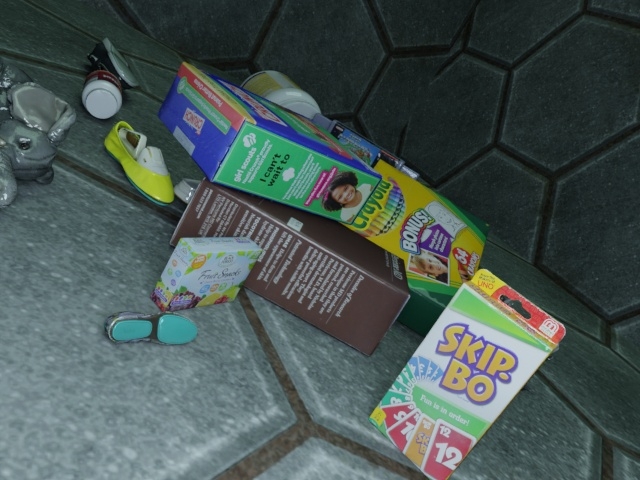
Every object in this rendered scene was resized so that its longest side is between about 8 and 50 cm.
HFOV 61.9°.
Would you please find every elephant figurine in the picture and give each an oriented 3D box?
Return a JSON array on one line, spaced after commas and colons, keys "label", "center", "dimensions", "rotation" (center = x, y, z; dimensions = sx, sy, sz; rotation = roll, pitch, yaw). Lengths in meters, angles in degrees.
[{"label": "elephant figurine", "center": [-0.443, -0.149, 0.779], "dimensions": [0.239, 0.186, 0.169], "rotation": [44, -24, 6]}]

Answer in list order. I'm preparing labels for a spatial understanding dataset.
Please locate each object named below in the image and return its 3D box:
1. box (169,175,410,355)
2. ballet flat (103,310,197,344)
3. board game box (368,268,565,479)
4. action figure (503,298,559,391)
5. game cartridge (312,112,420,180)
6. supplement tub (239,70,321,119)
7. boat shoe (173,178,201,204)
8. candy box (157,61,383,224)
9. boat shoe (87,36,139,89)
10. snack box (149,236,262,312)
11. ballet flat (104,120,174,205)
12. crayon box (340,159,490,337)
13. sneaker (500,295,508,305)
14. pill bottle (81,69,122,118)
[{"label": "box", "center": [-0.042, 0.022, 0.932], "dimensions": [0.381, 0.143, 0.191], "rotation": [31, 17, -5]}, {"label": "ballet flat", "center": [-0.201, 0.100, 0.629], "dimensions": [0.114, 0.041, 0.041], "rotation": [13, 25, -47]}, {"label": "board game box", "center": [0.173, 0.171, 0.664], "dimensions": [0.124, 0.259, 0.039], "rotation": [39, 20, 25]}, {"label": "action figure", "center": [0.406, 0.209, 1.147], "dimensions": [0.164, 0.141, 0.276], "rotation": [42, 16, -3]}, {"label": "game cartridge", "center": [0.085, -0.194, 1.571], "dimensions": [0.355, 0.230, 0.068], "rotation": [32, 18, 7]}, {"label": "supplement tub", "center": [-0.137, -0.412, 1.786], "dimensions": [0.241, 0.241, 0.331], "rotation": [19, 21, -33]}, {"label": "boat shoe", "center": [-0.170, -0.096, 1.108], "dimensions": [0.277, 0.096, 0.098], "rotation": [12, 26, -46]}, {"label": "candy box", "center": [-0.090, -0.170, 0.953], "dimensions": [0.317, 0.122, 0.268], "rotation": [13, 25, -43]}, {"label": "boat shoe", "center": [-0.586, -0.475, 1.491], "dimensions": [0.114, 0.091, 0.302], "rotation": [52, -1, -39]}, {"label": "snack box", "center": [-0.155, 0.044, 0.744], "dimensions": [0.037, 0.100, 0.141], "rotation": [39, 20, 24]}, {"label": "ballet flat", "center": [-0.345, -0.158, 1.026], "dimensions": [0.231, 0.077, 0.077], "rotation": [42, 20, 32]}, {"label": "crayon box", "center": [0.193, 0.007, 1.191], "dimensions": [0.313, 0.106, 0.363], "rotation": [32, 41, 3]}, {"label": "sneaker", "center": [0.347, 0.096, 1.379], "dimensions": [0.330, 0.122, 0.146], "rotation": [38, 21, 20]}, {"label": "pill bottle", "center": [-0.505, -0.336, 1.238], "dimensions": [0.086, 0.086, 0.152], "rotation": [20, 21, -30]}]
